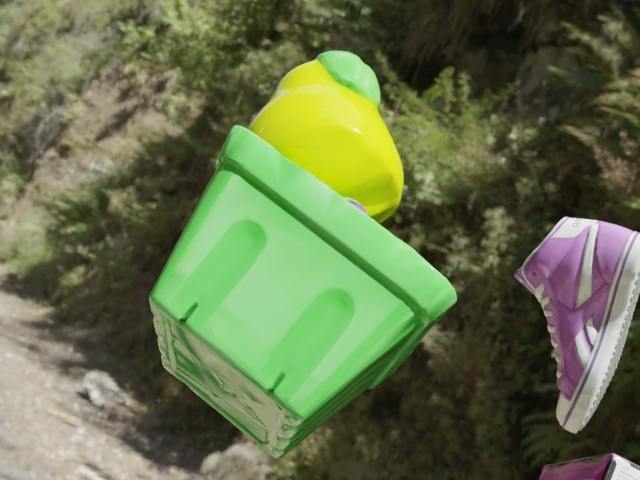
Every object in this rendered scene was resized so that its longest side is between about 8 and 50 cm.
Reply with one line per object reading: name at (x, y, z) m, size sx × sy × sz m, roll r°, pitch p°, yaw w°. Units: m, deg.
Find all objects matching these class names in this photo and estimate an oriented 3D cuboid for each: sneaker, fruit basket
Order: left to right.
fruit basket at (0.000, 0.000, 0.995) m, size 0.283 × 0.392 × 0.392 m, roll 38°, pitch -3°, yaw 7°
sneaker at (0.330, 0.107, 1.334) m, size 0.161 × 0.282 × 0.102 m, roll 17°, pitch 6°, yaw 23°

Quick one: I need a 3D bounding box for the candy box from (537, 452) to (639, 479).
candy box at (0.188, 0.292, 0.779) m, size 0.071 × 0.233 × 0.159 m, roll 28°, pitch -17°, yaw 1°
